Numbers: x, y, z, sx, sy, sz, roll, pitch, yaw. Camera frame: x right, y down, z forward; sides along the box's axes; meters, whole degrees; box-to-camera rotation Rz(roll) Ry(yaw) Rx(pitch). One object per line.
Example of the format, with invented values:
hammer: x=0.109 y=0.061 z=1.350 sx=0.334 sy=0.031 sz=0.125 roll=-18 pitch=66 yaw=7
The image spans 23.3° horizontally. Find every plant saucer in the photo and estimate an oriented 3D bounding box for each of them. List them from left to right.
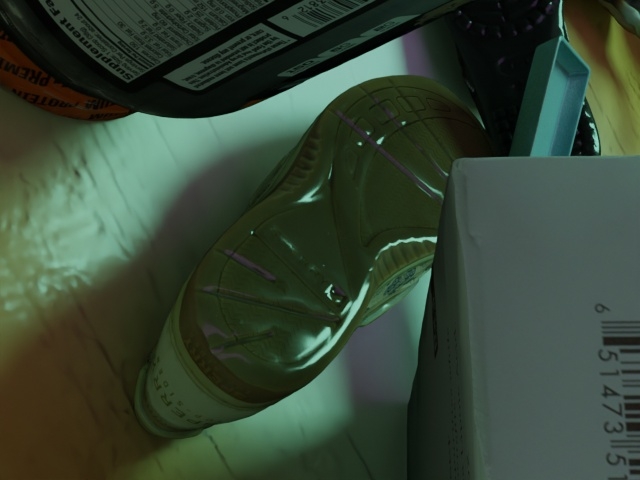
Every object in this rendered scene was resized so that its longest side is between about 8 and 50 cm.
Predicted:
plant saucer: x=0.115 y=-0.016 z=0.875 sx=0.067 sy=0.018 sz=0.192 roll=25 pitch=77 yaw=-63

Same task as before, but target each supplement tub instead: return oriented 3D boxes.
supplement tub: x=-0.016 y=-0.177 z=0.666 sx=0.207 sy=0.338 sz=0.207 roll=16 pitch=65 yaw=-40

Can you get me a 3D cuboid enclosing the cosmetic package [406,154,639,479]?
cosmetic package: x=0.120 y=0.127 z=0.670 sx=0.156 sy=0.385 sz=0.217 roll=0 pitch=69 yaw=-1

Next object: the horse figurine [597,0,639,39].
horse figurine: x=0.212 y=-0.176 z=1.041 sx=0.174 sy=0.066 sz=0.263 roll=55 pitch=19 yaw=26

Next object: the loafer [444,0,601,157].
loafer: x=0.118 y=-0.117 z=0.975 sx=0.078 sy=0.080 sz=0.220 roll=78 pitch=4 yaw=-70

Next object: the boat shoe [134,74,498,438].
boat shoe: x=0.000 y=0.000 z=0.814 sx=0.104 sy=0.089 sz=0.285 roll=50 pitch=43 yaw=1
